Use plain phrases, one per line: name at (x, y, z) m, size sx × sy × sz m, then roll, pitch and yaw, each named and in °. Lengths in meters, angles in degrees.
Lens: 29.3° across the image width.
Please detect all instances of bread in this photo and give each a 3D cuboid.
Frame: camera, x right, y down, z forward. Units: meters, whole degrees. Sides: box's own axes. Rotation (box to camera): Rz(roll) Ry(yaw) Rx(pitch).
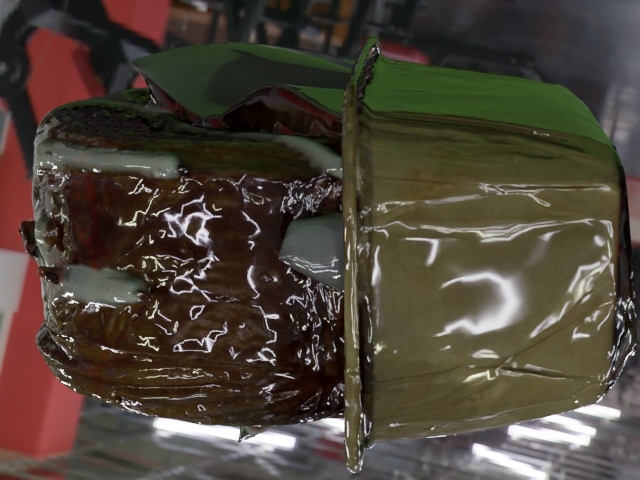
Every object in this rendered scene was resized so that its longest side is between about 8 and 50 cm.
bread at (0.000, 0.000, 0.451) m, size 0.212 × 0.142 × 0.224 m, roll -2°, pitch -165°, yaw 6°
